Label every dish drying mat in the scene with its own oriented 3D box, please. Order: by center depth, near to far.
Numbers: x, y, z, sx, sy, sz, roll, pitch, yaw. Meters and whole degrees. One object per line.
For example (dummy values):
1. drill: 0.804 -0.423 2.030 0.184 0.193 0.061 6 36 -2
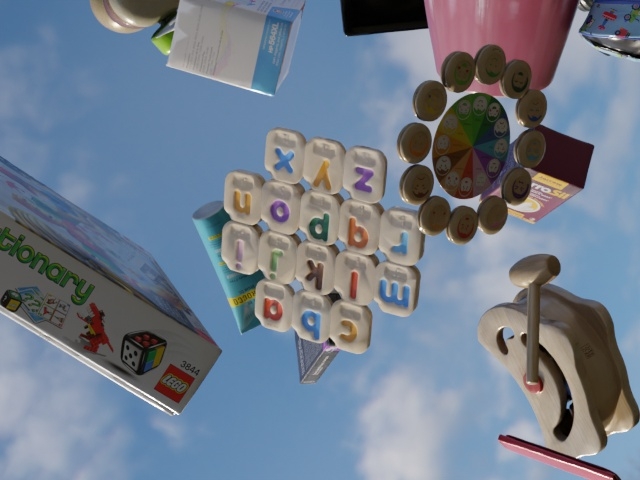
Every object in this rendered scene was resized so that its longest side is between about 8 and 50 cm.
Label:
1. dish drying mat: 0.161 0.147 0.947 0.008 0.083 0.032 -65 -31 -15

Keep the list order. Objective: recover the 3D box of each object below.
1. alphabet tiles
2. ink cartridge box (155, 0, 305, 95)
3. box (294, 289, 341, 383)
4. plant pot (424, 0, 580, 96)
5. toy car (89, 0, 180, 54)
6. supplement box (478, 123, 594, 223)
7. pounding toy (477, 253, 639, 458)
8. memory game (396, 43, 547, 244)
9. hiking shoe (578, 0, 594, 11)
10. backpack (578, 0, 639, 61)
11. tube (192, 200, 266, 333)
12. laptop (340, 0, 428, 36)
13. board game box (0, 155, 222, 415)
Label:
1. alphabet tiles: 0.000 0.000 1.813 0.021 0.284 0.278 -32 -49 -57
2. ink cartridge box: -0.101 -0.231 1.561 0.092 0.143 0.090 -70 -4 -63
3. box: -0.004 0.119 1.973 0.162 0.029 0.116 124 144 -60
4. plant pot: 0.190 -0.258 1.490 0.201 0.201 0.180 -39 -41 -47
5. toy car: -0.229 -0.313 1.758 0.155 0.188 0.149 47 -113 -17
6. supplement box: 0.339 -0.104 2.241 0.188 0.104 0.081 135 153 -67
7. pounding toy: 0.249 0.146 1.668 0.155 0.154 0.269 -26 -77 -35
8. memory game: 0.139 -0.085 1.278 0.186 0.012 0.186 -14 -67 -37
9. hiking shoe: 0.421 -0.432 1.841 0.113 0.132 0.304 33 -98 -41
10. backpack: 0.359 -0.237 1.464 0.158 0.173 0.117 -20 -62 -69
11. tube: -0.125 0.040 2.118 0.052 0.080 0.207 -103 -12 -65
12. laptop: 0.190 -0.572 2.403 0.408 0.382 0.236 -104 10 -48
13. board game box: -0.182 0.006 0.931 0.053 0.193 0.305 -56 18 0
